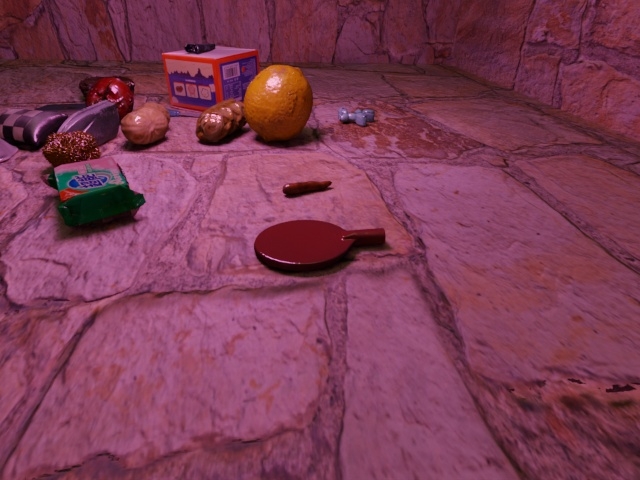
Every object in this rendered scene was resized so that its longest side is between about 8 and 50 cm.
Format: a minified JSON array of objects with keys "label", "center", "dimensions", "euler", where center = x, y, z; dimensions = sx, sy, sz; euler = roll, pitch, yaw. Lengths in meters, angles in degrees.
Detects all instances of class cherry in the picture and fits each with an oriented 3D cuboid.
[{"label":"cherry","center":[-0.894,-0.605,1.727],"dimensions":[0.175,0.192,0.249],"euler":[16,26,-39]}]

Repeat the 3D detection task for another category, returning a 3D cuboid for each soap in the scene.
[{"label":"soap","center":[-0.607,-0.133,1.076],"dimensions":[0.218,0.097,0.273],"euler":[-23,37,-24]}]

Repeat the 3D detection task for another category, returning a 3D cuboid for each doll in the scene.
[{"label":"doll","center":[0.153,-0.568,1.852],"dimensions":[0.159,0.059,0.159],"euler":[23,39,27]}]

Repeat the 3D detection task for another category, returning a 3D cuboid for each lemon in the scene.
[{"label":"lemon","center":[-0.159,-0.531,1.563],"dimensions":[0.258,0.310,0.258],"euler":[29,3,-2]}]

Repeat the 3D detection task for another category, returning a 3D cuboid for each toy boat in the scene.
[{"label":"toy boat","center":[-0.833,-0.399,1.446],"dimensions":[0.092,0.141,0.319],"euler":[16,33,0]}]

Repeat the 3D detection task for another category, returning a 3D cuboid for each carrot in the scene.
[{"label":"carrot","center":[-0.039,-0.161,1.213],"dimensions":[0.165,0.035,0.035],"euler":[-13,35,-26]}]

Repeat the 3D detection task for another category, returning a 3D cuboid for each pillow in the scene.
[{"label":"pillow","center":[-1.085,-0.419,1.491],"dimensions":[0.250,0.106,0.185],"euler":[10,50,12]}]

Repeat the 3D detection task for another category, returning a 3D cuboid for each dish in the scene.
[{"label":"dish","center":[-1.152,-0.313,1.347],"dimensions":[0.230,0.081,0.229],"euler":[1,32,-1]}]

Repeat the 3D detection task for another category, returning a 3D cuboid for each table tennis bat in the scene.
[{"label":"table tennis bat","center":[0.000,0.000,0.951],"dimensions":[0.311,0.038,0.200],"euler":[-4,33,-9]}]

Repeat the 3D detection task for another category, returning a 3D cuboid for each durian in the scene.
[{"label":"durian","center":[-0.781,-0.280,1.278],"dimensions":[0.168,0.136,0.158],"euler":[6,10,32]}]

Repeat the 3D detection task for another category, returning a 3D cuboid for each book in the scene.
[{"label":"book","center":[-1.112,-0.549,1.749],"dimensions":[0.265,0.031,0.379],"euler":[-6,28,-12]}]

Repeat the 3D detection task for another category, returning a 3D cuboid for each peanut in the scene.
[{"label":"peanut","center":[-0.655,-0.452,1.559],"dimensions":[0.148,0.147,0.318],"euler":[0,27,-4]}]

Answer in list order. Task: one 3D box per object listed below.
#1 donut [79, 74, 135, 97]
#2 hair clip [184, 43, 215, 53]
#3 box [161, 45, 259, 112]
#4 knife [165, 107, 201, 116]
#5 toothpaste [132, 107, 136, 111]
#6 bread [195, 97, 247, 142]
[{"label":"donut","center":[-1.085,-0.776,2.075],"dimensions":[0.270,0.103,0.269],"euler":[3,33,-2]},{"label":"hair clip","center":[-0.545,-0.907,1.910],"dimensions":[0.070,0.039,0.229],"euler":[11,29,14]},{"label":"box","center":[-0.517,-0.794,1.993],"dimensions":[0.319,0.256,0.348],"euler":[14,35,21]},{"label":"knife","center":[-0.627,-0.584,1.867],"dimensions":[0.245,0.032,0.058],"euler":[5,23,-4]},{"label":"toothpaste","center":[-0.797,-0.571,1.824],"dimensions":[0.164,0.034,0.046],"euler":[8,32,10]},{"label":"bread","center":[-0.392,-0.472,1.606],"dimensions":[0.152,0.129,0.267],"euler":[-24,19,31]}]
